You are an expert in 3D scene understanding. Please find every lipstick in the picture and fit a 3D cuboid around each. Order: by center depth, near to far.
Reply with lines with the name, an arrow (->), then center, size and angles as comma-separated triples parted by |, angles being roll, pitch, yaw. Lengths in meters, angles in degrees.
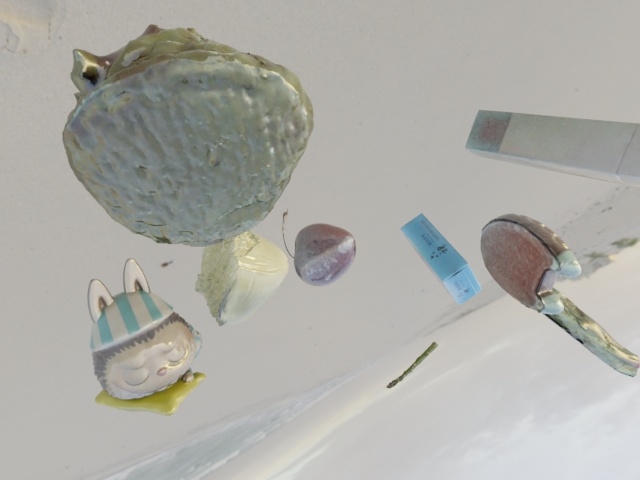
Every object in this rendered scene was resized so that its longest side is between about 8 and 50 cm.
lipstick -> 0.415, -0.143, 0.632 | 0.076, 0.371, 0.080 | 10, 101, -42

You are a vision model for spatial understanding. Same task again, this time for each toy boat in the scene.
toy boat -> 0.406, 0.033, 0.788 | 0.085, 0.227, 0.155 | -6, 120, -14

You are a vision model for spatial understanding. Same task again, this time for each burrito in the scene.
burrito -> 0.667, 0.224, 1.023 | 0.096, 0.309, 0.066 | -28, 158, -53

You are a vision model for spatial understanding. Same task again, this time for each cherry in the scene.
cherry -> 0.003, -0.003, 0.825 | 0.115, 0.188, 0.148 | 9, 152, -25

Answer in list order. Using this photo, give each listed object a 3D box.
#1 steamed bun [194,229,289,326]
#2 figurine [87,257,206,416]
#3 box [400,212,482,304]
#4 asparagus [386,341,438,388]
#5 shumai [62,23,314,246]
steamed bun -> -0.254, 0.133, 1.278 | 0.273, 0.272, 0.290 | 18, 126, -24
figurine -> -0.452, 0.224, 1.110 | 0.266, 0.378, 0.361 | 0, -166, -3
box -> 0.328, 0.048, 1.116 | 0.083, 0.232, 0.142 | -38, 133, 7
asparagus -> 0.334, 0.454, 1.467 | 0.248, 0.024, 0.025 | -38, 173, -14
shumai -> -0.177, -0.188, 0.581 | 0.330, 0.288, 0.292 | -26, 132, 19
